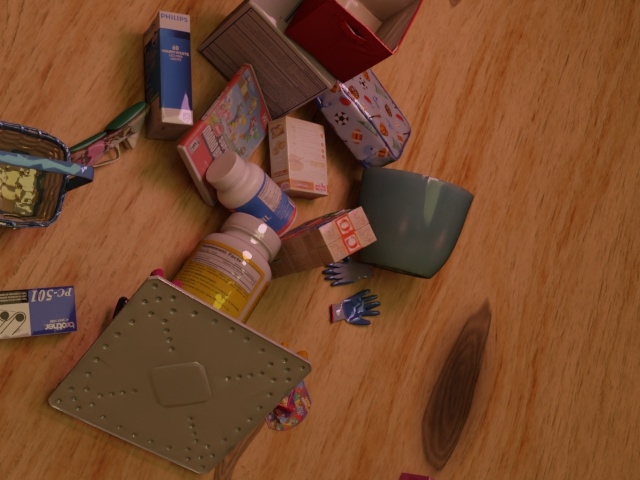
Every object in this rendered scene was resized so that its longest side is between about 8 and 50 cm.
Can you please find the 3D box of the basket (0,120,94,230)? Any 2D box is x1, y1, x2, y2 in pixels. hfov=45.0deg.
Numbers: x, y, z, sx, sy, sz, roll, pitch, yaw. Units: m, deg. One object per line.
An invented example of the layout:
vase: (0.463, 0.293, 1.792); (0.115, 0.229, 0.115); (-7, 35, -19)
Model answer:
basket: (-0.588, -0.126, 1.469); (0.255, 0.289, 0.201); (11, 76, -29)

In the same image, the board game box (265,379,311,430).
board game box: (-0.082, 0.369, 1.853); (0.133, 0.033, 0.168); (-22, 93, -33)

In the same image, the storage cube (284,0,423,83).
storage cube: (0.075, -0.490, 1.669); (0.184, 0.193, 0.215); (37, 62, -22)

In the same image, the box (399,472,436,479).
box: (0.290, 0.747, 1.968); (0.243, 0.117, 0.213); (37, 64, -22)

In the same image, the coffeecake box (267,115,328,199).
coffeecake box: (-0.055, -0.204, 1.936); (0.142, 0.068, 0.185); (6, 77, -48)

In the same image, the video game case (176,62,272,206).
video game case: (-0.216, -0.247, 1.816); (0.285, 0.025, 0.204); (-58, 150, -26)

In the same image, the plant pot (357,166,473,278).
plant pot: (0.220, -0.034, 1.982); (0.293, 0.293, 0.235); (18, 85, -29)

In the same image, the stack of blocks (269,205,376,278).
stack of blocks: (0.000, 0.000, 1.815); (0.171, 0.297, 0.087); (-29, 97, -32)

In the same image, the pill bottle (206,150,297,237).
pill bottle: (-0.163, -0.105, 1.801); (0.221, 0.124, 0.124); (45, 60, -38)

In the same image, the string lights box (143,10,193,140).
string lights box: (-0.349, -0.371, 1.759); (0.077, 0.133, 0.259); (2, 80, -28)

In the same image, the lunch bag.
lunch bag: (0.117, -0.337, 2.029); (0.303, 0.115, 0.243); (53, 32, -20)

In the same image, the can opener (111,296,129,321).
can opener: (-0.433, 0.212, 1.647); (0.073, 0.059, 0.186); (8, 68, -6)

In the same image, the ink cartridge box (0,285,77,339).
ink cartridge box: (-0.603, 0.147, 1.556); (0.207, 0.046, 0.097); (-2, 84, -33)

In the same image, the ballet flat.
ballet flat: (-0.457, -0.221, 1.709); (0.221, 0.077, 0.079); (-42, 122, -26)

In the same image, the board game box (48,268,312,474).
board game box: (-0.284, 0.280, 1.577); (0.390, 0.390, 0.050); (33, 24, -23)

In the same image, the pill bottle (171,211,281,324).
pill bottle: (-0.228, 0.107, 1.717); (0.188, 0.188, 0.334); (42, 62, -19)

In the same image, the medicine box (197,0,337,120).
medicine box: (-0.104, -0.455, 1.838); (0.263, 0.289, 0.149); (44, 62, -18)

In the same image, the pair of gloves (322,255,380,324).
pair of gloves: (0.083, 0.125, 2.009); (0.159, 0.023, 0.198); (-4, 84, -33)
